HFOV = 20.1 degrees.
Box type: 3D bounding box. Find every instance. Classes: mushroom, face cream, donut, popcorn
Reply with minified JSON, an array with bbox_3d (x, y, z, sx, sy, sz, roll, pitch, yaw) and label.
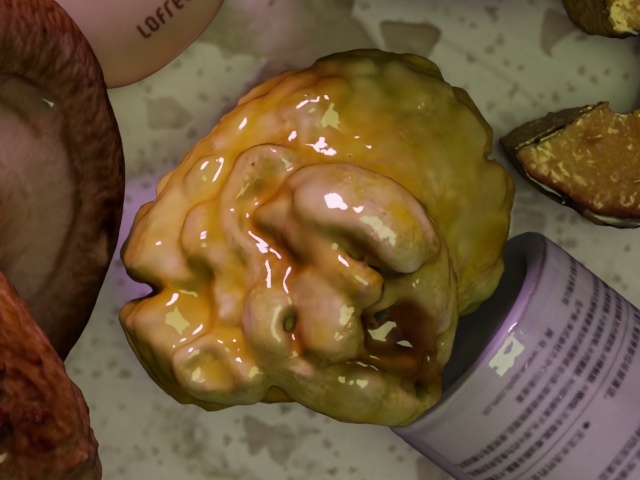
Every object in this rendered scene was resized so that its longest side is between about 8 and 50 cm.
[{"bbox_3d":[-0.248,0.007,0.879,0.239,0.345,0.345,-10,95,23],"label":"mushroom"},{"bbox_3d":[0.221,0.161,1.060,0.370,0.145,0.145,39,83,-12],"label":"face cream"},{"bbox_3d":[0.189,-0.090,1.082,0.146,0.078,0.181,19,81,-14],"label":"donut"},{"bbox_3d":[0.000,0.000,0.971,0.226,0.203,0.200,-8,93,-7],"label":"popcorn"}]

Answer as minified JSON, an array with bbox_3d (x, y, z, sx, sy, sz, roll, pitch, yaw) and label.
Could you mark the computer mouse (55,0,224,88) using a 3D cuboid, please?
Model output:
[{"bbox_3d":[-0.153,-0.194,0.995,0.145,0.082,0.236,-41,101,-8],"label":"computer mouse"}]
